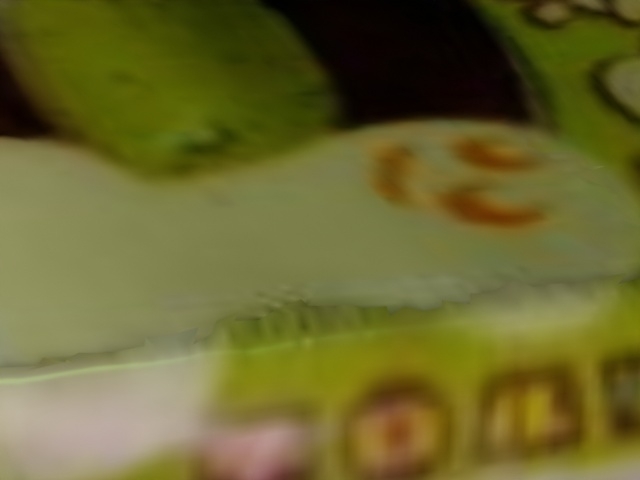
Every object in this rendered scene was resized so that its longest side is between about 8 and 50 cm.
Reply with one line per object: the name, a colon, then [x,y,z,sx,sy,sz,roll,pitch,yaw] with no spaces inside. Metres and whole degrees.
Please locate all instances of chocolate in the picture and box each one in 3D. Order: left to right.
chocolate: [0.000,0.000,0.486,0.288,0.137,0.301,-6,36,-21]
